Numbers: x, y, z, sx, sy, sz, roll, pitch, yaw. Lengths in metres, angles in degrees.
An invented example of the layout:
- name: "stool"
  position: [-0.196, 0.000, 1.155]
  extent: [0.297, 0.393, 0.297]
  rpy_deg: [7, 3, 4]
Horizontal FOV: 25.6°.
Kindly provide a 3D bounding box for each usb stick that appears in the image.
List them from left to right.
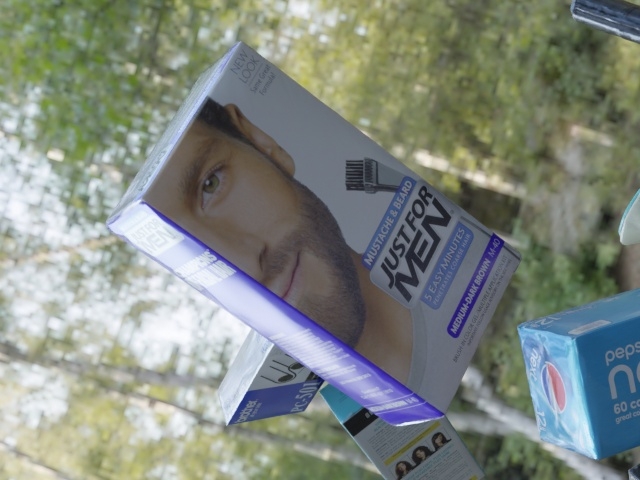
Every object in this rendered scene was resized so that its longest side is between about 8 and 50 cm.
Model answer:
- name: "usb stick"
  position: [0.428, -0.243, 1.684]
  extent: [0.077, 0.278, 0.045]
  rpy_deg: [-1, -67, -54]

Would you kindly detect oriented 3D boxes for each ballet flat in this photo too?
- name: "ballet flat"
  position: [0.479, -0.074, 1.895]
  extent: [0.086, 0.086, 0.248]
  rpy_deg: [-60, -10, -53]

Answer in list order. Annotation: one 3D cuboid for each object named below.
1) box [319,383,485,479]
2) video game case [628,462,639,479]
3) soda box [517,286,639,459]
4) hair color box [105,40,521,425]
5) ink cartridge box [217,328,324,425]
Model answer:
- name: "box"
  position: [0.097, 0.224, 1.616]
  extent: [0.100, 0.060, 0.244]
  rpy_deg: [-37, -46, -4]
- name: "video game case"
  position: [0.490, 0.441, 1.751]
  extent: [0.035, 0.275, 0.248]
  rpy_deg: [-26, -54, -16]
- name: "soda box"
  position: [0.223, 0.057, 0.799]
  extent: [0.067, 0.210, 0.071]
  rpy_deg: [-171, 67, -70]
- name: "hair color box"
  position: [0.000, 0.000, 1.279]
  extent: [0.185, 0.339, 0.110]
  rpy_deg: [-61, 15, -24]
- name: "ink cartridge box"
  position: [-0.038, 0.130, 1.498]
  extent: [0.207, 0.097, 0.046]
  rpy_deg: [119, 137, -55]
